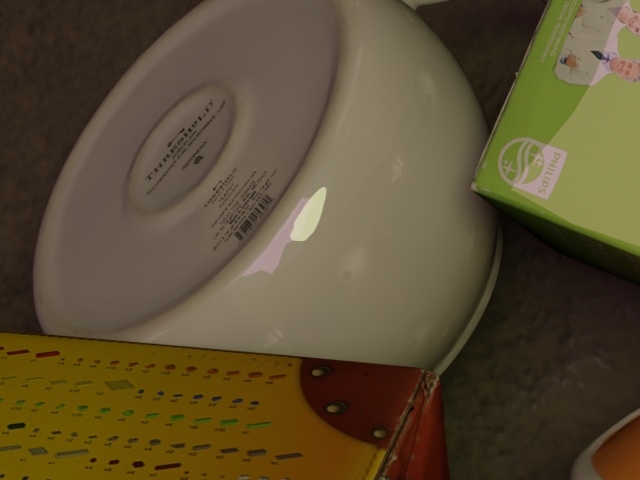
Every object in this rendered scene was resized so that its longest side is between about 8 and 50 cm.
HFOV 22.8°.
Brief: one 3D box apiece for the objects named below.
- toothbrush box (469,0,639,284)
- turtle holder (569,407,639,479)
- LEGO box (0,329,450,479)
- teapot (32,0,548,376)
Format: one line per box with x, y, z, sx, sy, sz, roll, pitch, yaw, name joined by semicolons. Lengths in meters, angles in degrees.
0.232;-0.009;0.681;0.283;0.206;0.122;22;90;19;toothbrush box
0.184;0.210;0.648;0.243;0.227;0.320;17;84;21;turtle holder
-0.194;0.237;0.709;0.500;0.193;0.372;4;121;19;LEGO box
0.000;0.000;0.776;0.256;0.187;0.252;-22;45;38;teapot
